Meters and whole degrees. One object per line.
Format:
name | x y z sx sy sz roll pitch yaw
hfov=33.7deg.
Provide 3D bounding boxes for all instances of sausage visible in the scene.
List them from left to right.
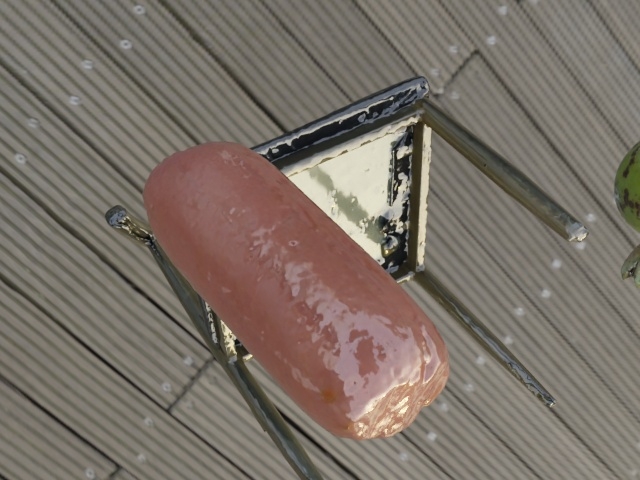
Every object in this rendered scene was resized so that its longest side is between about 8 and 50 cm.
sausage | -0.015 0.015 0.428 0.062 0.154 0.062 -30 146 -24

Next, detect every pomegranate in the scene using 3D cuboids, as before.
pomegranate | 0.284 -0.023 0.832 0.115 0.114 0.142 -1 122 -27

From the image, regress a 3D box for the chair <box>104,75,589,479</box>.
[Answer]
chair | 0.000 0.000 0.645 0.188 0.272 0.166 -26 138 -22
